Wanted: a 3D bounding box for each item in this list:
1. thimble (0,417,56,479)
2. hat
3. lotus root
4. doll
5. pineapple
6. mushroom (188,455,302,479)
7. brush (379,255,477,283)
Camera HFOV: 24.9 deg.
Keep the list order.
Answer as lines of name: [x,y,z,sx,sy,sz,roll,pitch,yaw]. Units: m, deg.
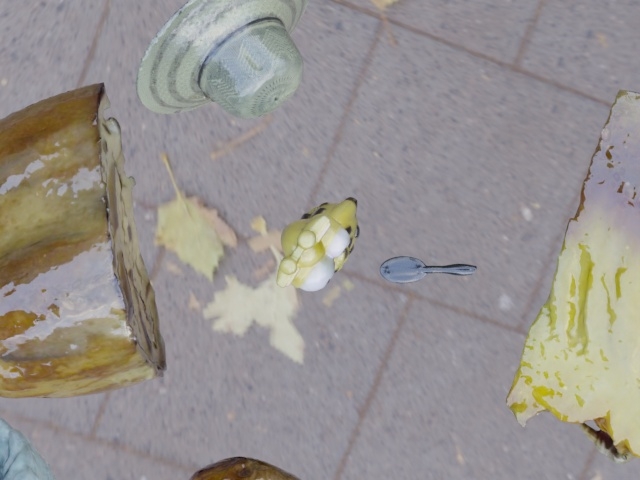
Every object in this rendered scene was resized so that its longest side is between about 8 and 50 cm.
thimble: [-0.408,0.337,1.728,0.205,0.250,0.171,-10,124,13]
hat: [-0.080,-0.201,1.673,0.252,0.252,0.110,-40,72,2]
lotus root: [-0.145,0.018,0.747,0.135,0.095,0.159,-22,105,6]
doll: [0.001,0.000,1.862,0.086,0.291,0.117,31,99,4]
pineapple: [0.188,0.003,0.769,0.115,0.186,0.236,15,58,21]
mushroom: [-0.051,0.164,0.857,0.088,0.129,0.072,-8,76,21]
brush: [0.093,0.025,1.245,0.083,0.008,0.024,-1,92,4]
